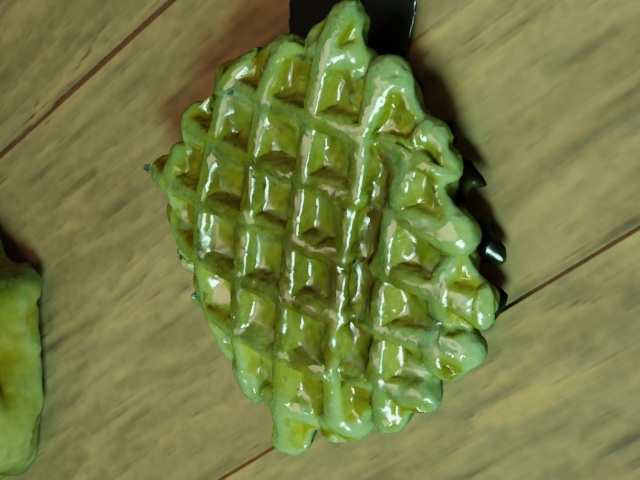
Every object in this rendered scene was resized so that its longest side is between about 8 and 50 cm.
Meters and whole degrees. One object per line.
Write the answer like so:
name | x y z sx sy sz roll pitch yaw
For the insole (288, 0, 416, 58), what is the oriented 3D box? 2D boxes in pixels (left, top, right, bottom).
insole | 0.013 -0.078 0.974 0.086 0.005 0.253 17 109 38

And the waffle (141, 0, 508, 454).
waffle | 0.000 0.000 0.959 0.208 0.054 0.214 -33 83 37

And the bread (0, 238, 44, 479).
bread | -0.309 0.081 1.123 0.196 0.252 0.238 14 105 37
